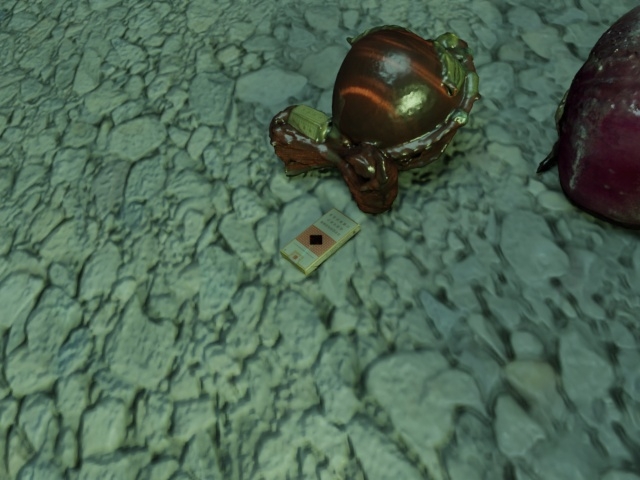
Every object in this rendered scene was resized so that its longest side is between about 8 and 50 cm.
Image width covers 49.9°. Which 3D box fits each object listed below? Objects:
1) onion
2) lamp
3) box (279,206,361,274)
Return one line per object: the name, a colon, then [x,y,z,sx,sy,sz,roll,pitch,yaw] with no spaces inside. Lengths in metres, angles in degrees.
onion: [0.403,-0.127,0.656,0.349,0.159,0.267,20,62,31]
lamp: [0.063,-0.158,0.790,0.223,0.151,0.215,-43,48,-16]
box: [0.000,0.000,0.769,0.083,0.012,0.046,-40,52,-17]
